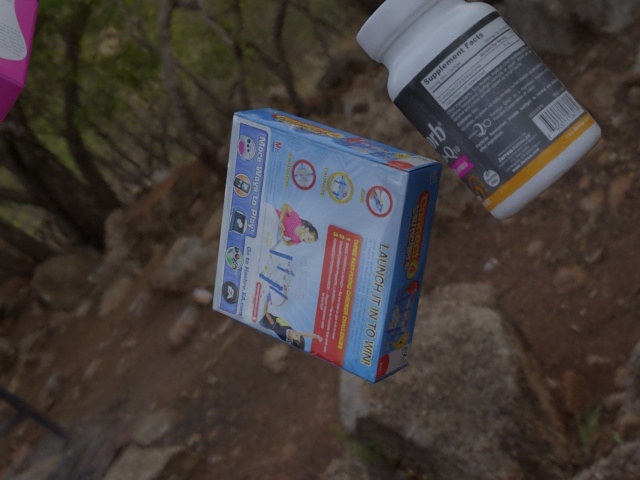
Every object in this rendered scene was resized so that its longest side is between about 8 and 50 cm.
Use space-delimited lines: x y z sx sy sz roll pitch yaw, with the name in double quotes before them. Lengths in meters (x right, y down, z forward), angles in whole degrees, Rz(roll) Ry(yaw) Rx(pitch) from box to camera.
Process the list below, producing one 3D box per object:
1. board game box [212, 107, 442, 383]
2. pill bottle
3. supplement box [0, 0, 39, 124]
"board game box" 0.000 0.000 1.632 0.086 0.302 0.308 -18 -57 -51
"pill bottle" 0.180 -0.174 1.354 0.162 0.278 0.162 -41 -3 -3
"supplement box" -0.428 -0.233 1.436 0.114 0.111 0.220 -50 29 27
